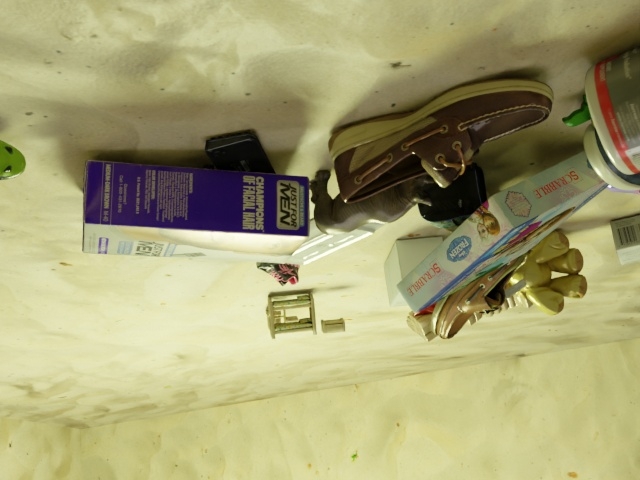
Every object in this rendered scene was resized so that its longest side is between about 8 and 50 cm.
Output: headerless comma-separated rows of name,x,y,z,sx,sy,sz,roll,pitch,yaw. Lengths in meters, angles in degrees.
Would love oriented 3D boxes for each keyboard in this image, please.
keyboard,-0.135,-0.119,1.408,0.108,0.023,0.180,-15,160,4

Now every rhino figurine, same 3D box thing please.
rhino figurine,0.092,-0.076,1.487,0.243,0.106,0.073,-14,161,20

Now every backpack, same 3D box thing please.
backpack,0.227,-0.072,1.551,0.114,0.105,0.084,-15,161,24

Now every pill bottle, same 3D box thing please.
pill bottle,0.506,-0.203,1.172,0.283,0.161,0.161,-20,158,32

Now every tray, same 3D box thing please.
tray,0.000,0.000,1.806,0.145,0.030,0.270,8,156,-41

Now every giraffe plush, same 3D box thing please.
giraffe plush,0.468,0.076,2.043,0.210,0.181,0.170,-14,-175,-12

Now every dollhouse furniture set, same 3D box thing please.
dollhouse furniture set,-0.042,0.174,2.274,0.182,0.101,0.161,-5,-174,-7

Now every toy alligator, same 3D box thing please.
toy alligator,0.451,-0.203,1.335,0.190,0.056,0.051,-7,121,0

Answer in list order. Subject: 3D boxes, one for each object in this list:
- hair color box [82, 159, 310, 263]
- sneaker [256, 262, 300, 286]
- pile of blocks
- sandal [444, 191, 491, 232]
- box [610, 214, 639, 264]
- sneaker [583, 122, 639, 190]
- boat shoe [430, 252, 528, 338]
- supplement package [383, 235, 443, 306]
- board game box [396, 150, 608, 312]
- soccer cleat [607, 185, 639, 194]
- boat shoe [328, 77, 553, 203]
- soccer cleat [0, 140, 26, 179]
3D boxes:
hair color box,-0.200,-0.039,1.429,0.339,0.110,0.185,2,165,-14
sneaker,-0.088,0.068,1.936,0.047,0.057,0.119,-21,156,41
pile of blocks,0.375,0.125,2.252,0.362,0.149,0.112,-19,117,8
sandal,0.294,-0.061,1.703,0.240,0.088,0.079,6,128,-52
box,0.710,-0.007,1.985,0.126,0.072,0.137,-14,160,19
sneaker,0.560,-0.161,1.392,0.350,0.131,0.148,-6,164,-33
boat shoe,0.333,0.113,1.920,0.111,0.104,0.307,-27,148,-45
supplement package,0.207,0.071,1.978,0.105,0.105,0.179,-5,162,-6
board game box,0.325,-0.022,1.543,0.318,0.066,0.318,-25,165,-34
soccer cleat,0.634,-0.109,1.611,0.248,0.095,0.083,-10,162,8
boat shoe,0.175,-0.133,1.317,0.342,0.123,0.123,-14,161,20
soccer cleat,-0.497,-0.112,1.247,0.179,0.060,0.072,4,169,-13
